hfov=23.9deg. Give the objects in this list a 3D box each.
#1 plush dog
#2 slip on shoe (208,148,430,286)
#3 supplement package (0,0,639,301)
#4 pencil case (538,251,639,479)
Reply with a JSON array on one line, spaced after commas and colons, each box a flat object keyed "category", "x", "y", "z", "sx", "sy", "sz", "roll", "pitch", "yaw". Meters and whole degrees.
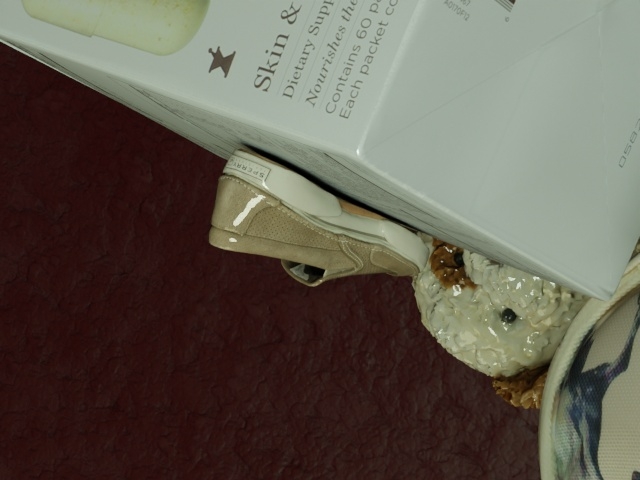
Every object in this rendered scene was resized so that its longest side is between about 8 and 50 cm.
[{"category": "plush dog", "x": 0.157, "y": -0.009, "z": 1.026, "sx": 0.262, "sy": 0.225, "sz": 0.211, "roll": 51, "pitch": -167, "yaw": 19}, {"category": "slip on shoe", "x": 0.000, "y": 0.000, "z": 0.661, "sx": 0.051, "sy": 0.041, "sz": 0.135, "roll": 22, "pitch": 178, "yaw": 33}, {"category": "supplement package", "x": 0.017, "y": -0.125, "z": 0.671, "sx": 0.263, "sy": 0.199, "sz": 0.198, "roll": 22, "pitch": 178, "yaw": 42}, {"category": "pencil case", "x": 0.285, "y": 0.110, "z": 0.752, "sx": 0.410, "sy": 0.183, "sz": 0.160, "roll": 12, "pitch": 154, "yaw": -37}]
